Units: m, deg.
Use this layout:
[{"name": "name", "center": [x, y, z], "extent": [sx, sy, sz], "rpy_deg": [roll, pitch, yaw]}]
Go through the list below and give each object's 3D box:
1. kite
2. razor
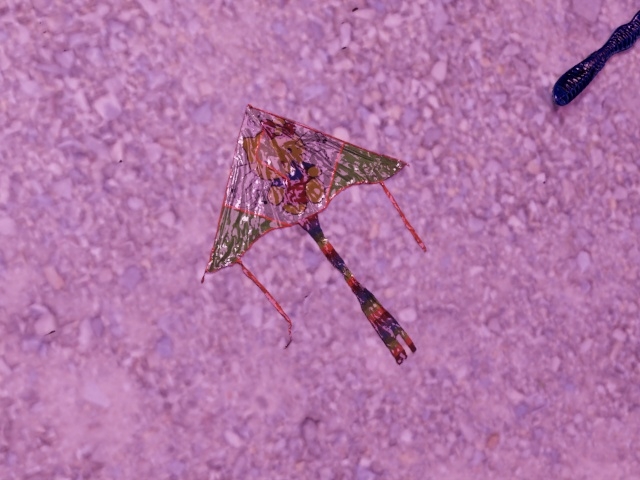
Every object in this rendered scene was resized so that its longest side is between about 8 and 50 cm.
[{"name": "kite", "center": [0.000, 0.000, 0.825], "extent": [0.198, 0.006, 0.244], "rpy_deg": [-33, 99, -16]}, {"name": "razor", "center": [0.251, -0.162, 0.896], "extent": [0.154, 0.028, 0.044], "rpy_deg": [-39, 104, -16]}]
